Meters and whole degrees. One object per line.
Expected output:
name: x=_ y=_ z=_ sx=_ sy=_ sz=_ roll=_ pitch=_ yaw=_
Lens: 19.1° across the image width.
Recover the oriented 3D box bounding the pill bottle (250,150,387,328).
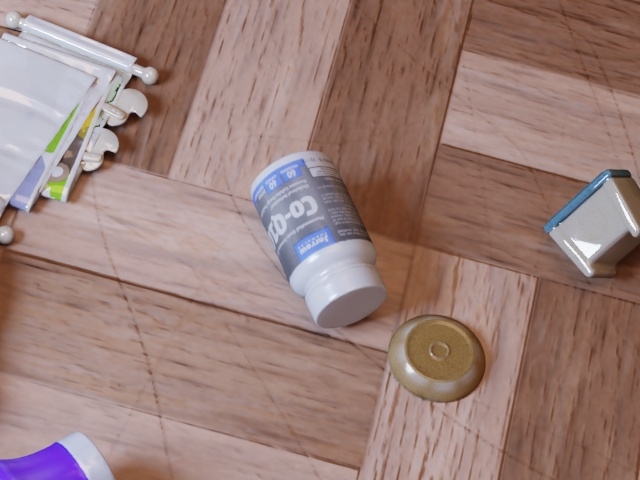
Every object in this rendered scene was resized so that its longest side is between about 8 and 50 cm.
pill bottle: x=0.000 y=0.000 z=1.590 sx=0.078 sy=0.078 sz=0.137 roll=-16 pitch=62 yaw=-18

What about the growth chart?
growth chart: x=-0.261 y=-0.101 z=1.645 sx=0.172 sy=0.021 sz=0.237 roll=30 pitch=59 yaw=9

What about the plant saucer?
plant saucer: x=0.098 y=0.095 z=1.584 sx=0.083 sy=0.015 sz=0.083 roll=4 pitch=59 yaw=-6

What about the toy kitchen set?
toy kitchen set: x=0.307 y=-0.058 z=1.686 sx=0.207 sy=0.166 sz=0.122 roll=2 pitch=50 yaw=-52

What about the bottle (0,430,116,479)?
bottle: x=-0.282 y=0.236 z=1.392 sx=0.283 sy=0.092 sz=0.118 roll=-30 pitch=67 yaw=-24
